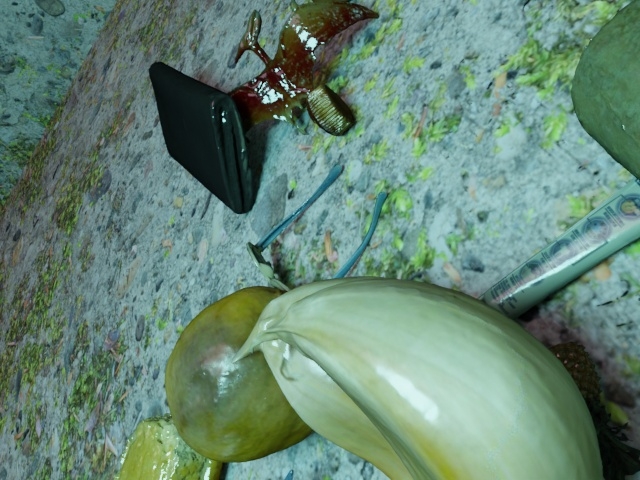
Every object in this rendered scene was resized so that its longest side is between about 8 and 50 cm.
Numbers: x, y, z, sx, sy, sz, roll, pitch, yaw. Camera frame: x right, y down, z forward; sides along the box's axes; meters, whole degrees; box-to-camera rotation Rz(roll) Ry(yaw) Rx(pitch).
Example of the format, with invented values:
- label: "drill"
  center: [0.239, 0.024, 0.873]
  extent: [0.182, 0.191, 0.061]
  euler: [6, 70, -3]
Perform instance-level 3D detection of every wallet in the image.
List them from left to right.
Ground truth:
- label: "wallet"
  center: [-0.251, -0.221, 1.115]
  extent: [0.406, 0.062, 0.229]
  euler: [39, 143, 50]

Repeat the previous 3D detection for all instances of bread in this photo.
- label: "bread"
  center: [-0.238, 0.388, 0.853]
  extent: [0.173, 0.121, 0.246]
  euler: [-3, 67, 39]
- label: "bread"
  center: [0.011, -0.202, 0.871]
  extent: [0.053, 0.085, 0.085]
  euler: [-38, 48, 21]

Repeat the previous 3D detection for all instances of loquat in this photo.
- label: "loquat"
  center: [-0.087, 0.171, 0.703]
  extent: [0.238, 0.238, 0.193]
  euler: [-46, 48, 24]

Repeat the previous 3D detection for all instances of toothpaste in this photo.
- label: "toothpaste"
  center: [0.247, 0.014, 0.540]
  extent: [0.239, 0.039, 0.062]
  euler: [-43, 44, 25]

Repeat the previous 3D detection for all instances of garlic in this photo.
- label: "garlic"
  center: [0.081, 0.140, 0.475]
  extent: [0.249, 0.286, 0.313]
  euler: [-43, 74, 19]

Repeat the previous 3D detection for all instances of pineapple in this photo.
- label: "pineapple"
  center: [0.234, 0.152, 0.477]
  extent: [0.058, 0.058, 0.124]
  euler: [-43, 46, 28]

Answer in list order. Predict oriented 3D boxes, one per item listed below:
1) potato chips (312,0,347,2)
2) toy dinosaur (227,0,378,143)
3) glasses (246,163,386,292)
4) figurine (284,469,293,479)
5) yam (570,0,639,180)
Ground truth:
- label: "potato chips"
  center: [0.042, -0.504, 1.001]
  extent: [0.201, 0.049, 0.150]
  euler: [28, 100, 44]
- label: "toy dinosaur"
  center: [-0.062, -0.281, 0.973]
  extent: [0.206, 0.113, 0.328]
  euler: [31, 122, 14]
- label: "glasses"
  center: [-0.020, -0.012, 0.814]
  extent: [0.221, 0.088, 0.189]
  euler: [-59, 40, 10]
- label: "figurine"
  center: [-0.057, 0.358, 0.661]
  extent: [0.114, 0.178, 0.145]
  euler: [-86, -1, -46]
- label: "yam"
  center: [0.325, -0.074, 0.398]
  extent: [0.161, 0.161, 0.268]
  euler: [-47, 43, 23]
